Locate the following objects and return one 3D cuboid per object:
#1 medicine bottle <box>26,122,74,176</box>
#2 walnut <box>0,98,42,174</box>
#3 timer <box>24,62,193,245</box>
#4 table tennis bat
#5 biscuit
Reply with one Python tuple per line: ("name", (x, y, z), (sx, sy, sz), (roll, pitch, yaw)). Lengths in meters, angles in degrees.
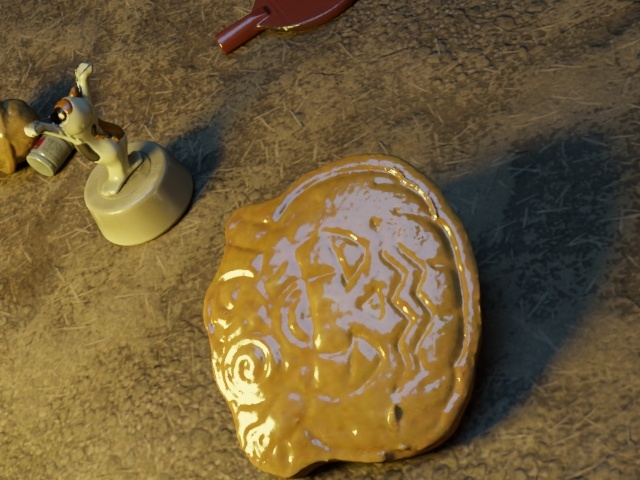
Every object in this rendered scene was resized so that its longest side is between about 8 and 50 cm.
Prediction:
("medicine bottle", (-0.479, -0.167, 1.882), (0.058, 0.058, 0.091), (13, 61, 35))
("walnut", (-0.584, -0.191, 1.902), (0.166, 0.149, 0.166), (-11, 14, 3))
("timer", (-0.335, -0.137, 1.634), (0.175, 0.266, 0.175), (-15, 48, 17))
("table tennis bat", (-0.052, -0.434, 1.886), (0.310, 0.038, 0.200), (-33, 45, 0))
("biscuit", (0.023, 0.088, 1.301), (0.365, 0.062, 0.385), (-17, 70, 17))
